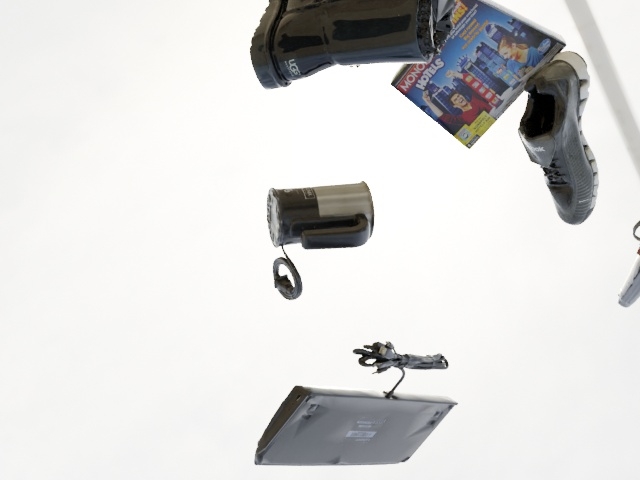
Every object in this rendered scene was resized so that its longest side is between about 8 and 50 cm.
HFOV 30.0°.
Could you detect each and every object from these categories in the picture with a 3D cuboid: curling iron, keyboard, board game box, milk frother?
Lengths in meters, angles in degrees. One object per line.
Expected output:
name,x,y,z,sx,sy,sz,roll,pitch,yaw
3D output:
curling iron,0.310,0.015,1.134,0.068,0.035,0.274,-31,163,-6
keyboard,0.065,0.197,1.442,0.201,0.317,0.033,-52,-124,18
board game box,0.193,-0.259,1.613,0.194,0.194,0.060,-47,-170,19
milk frother,0.000,0.000,1.643,0.135,0.143,0.129,-5,-133,-14

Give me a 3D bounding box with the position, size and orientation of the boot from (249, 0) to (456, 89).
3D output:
boot,0.049,-0.261,1.300,0.207,0.094,0.246,-7,-139,22

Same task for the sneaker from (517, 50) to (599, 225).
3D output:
sneaker,0.304,-0.123,1.564,0.106,0.234,0.078,-24,-155,-36
